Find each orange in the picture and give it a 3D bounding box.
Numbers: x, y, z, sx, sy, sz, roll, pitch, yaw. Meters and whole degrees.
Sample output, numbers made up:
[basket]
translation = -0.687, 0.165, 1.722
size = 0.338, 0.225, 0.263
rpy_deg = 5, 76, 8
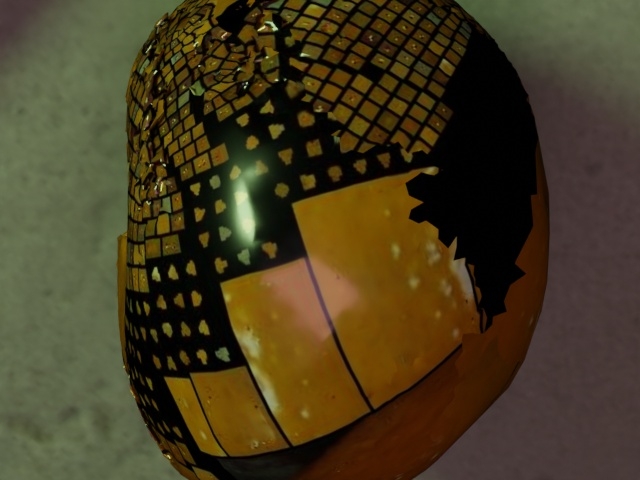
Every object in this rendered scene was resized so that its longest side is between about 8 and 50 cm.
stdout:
[orange]
translation = 0.000, 0.000, 0.664
size = 0.182, 0.234, 0.234
rpy_deg = 13, 115, -5
